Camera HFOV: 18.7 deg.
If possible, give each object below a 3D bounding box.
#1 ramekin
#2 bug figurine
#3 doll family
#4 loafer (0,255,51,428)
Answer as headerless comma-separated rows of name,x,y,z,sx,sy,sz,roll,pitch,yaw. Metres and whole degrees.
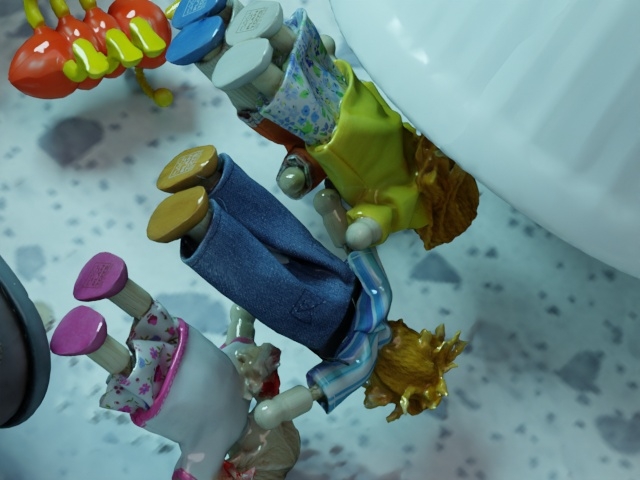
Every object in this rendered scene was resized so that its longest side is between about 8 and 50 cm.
ramekin,0.154,-0.108,0.907,0.277,0.135,0.277,26,28,-15
bug figurine,-0.201,-0.151,0.985,0.216,0.072,0.279,-19,59,-26
doll family,0.000,0.000,0.883,0.163,0.118,0.263,40,52,-31
loafer,-0.251,-0.004,0.857,0.302,0.109,0.095,37,36,23
